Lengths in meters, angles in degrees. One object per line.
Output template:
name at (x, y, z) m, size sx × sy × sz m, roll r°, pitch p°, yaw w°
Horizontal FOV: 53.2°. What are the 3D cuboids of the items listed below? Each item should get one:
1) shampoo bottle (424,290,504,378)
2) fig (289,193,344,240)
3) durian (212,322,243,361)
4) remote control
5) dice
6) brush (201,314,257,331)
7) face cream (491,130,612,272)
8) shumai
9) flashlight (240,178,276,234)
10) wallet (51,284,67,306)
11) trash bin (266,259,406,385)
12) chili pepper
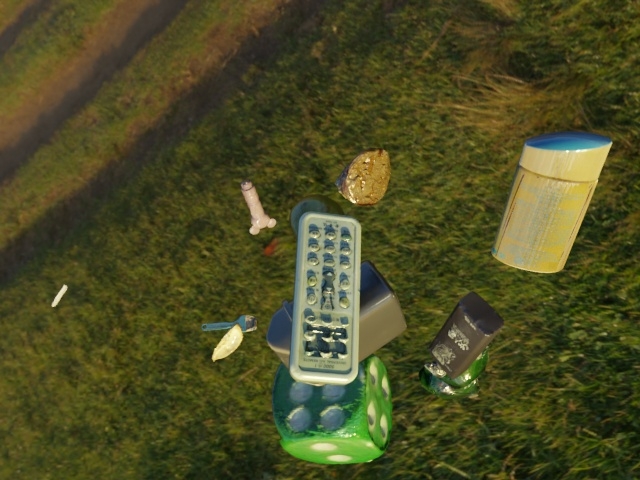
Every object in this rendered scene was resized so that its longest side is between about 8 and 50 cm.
shampoo bottle at (0.309, 0.232, 1.429) m, size 0.098 × 0.071 × 0.309 m, roll 46°, pitch 152°, yaw 20°
fig at (0.000, 0.000, 1.609) m, size 0.149 × 0.149 × 0.245 m, roll -31°, pitch 50°, yaw 31°
durian at (-0.252, 0.284, 1.772) m, size 0.052 × 0.066 × 0.130 m, roll 34°, pitch 97°, yaw 3°
remote control at (0.010, 0.106, 1.230) m, size 0.065 × 0.128 × 0.335 m, roll 119°, pitch 156°, yaw -64°
dice at (0.040, 0.482, 1.885) m, size 0.287 × 0.300 × 0.297 m, roll -7°, pitch 55°, yaw 22°
brush at (-0.271, 0.251, 1.893) m, size 0.164 × 0.014 × 0.051 m, roll -6°, pitch 59°, yaw -2°
face cream at (0.411, -0.070, 1.160) m, size 0.139 × 0.067 × 0.285 m, roll 12°, pitch 129°, yaw 8°
shumai at (0.079, -0.132, 1.308) m, size 0.105 × 0.139 × 0.123 m, roll 6°, pitch 116°, yaw 18°
flashlight at (-0.118, -0.063, 1.145) m, size 0.052 × 0.110 × 0.031 m, roll -24°, pitch 36°, yaw -7°
wallet at (-0.563, 0.120, 1.377) m, size 0.083 × 0.011 × 0.044 m, roll -27°, pitch 33°, yaw 61°
trash bin at (0.035, 0.193, 1.439) m, size 0.290 × 0.209 × 0.182 m, roll -31°, pitch 49°, yaw -4°
chili pepper at (0.347, 0.356, 1.675) m, size 0.264 × 0.148 × 0.116 m, roll 112°, pitch 146°, yaw -59°
